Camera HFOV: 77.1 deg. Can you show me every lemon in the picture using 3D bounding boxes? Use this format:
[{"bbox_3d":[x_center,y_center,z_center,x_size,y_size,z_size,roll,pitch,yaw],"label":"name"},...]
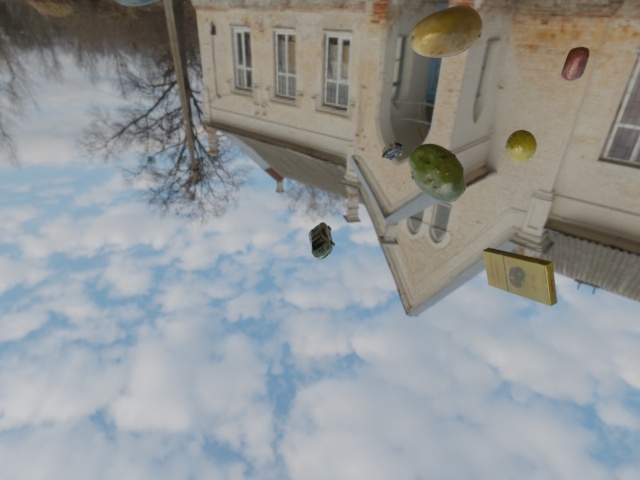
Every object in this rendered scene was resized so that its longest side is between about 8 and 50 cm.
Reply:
[{"bbox_3d":[0.757,-0.355,1.518,0.109,0.133,0.109,-31,-149,21],"label":"lemon"}]

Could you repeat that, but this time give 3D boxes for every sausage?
[{"bbox_3d":[0.740,-0.511,1.166,0.054,0.094,0.059,26,-136,31],"label":"sausage"}]

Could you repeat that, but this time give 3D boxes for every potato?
[{"bbox_3d":[0.383,-0.627,1.211,0.233,0.150,0.146,-28,-112,-20],"label":"potato"},{"bbox_3d":[0.442,-0.257,1.513,0.148,0.186,0.253,-25,-105,-43],"label":"potato"}]

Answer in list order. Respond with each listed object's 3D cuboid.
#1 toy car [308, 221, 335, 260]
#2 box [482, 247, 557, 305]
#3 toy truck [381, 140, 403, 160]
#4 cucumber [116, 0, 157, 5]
[{"bbox_3d":[0.000,0.000,1.553,0.095,0.056,0.205,-35,-152,15],"label":"toy car"},{"bbox_3d":[0.395,0.068,0.805,0.023,0.087,0.155,-18,-165,-19],"label":"box"},{"bbox_3d":[0.314,-0.397,1.770,0.052,0.063,0.123,14,169,-17],"label":"toy truck"},{"bbox_3d":[-0.371,-0.611,0.941,0.243,0.063,0.115,-14,-110,9],"label":"cucumber"}]
